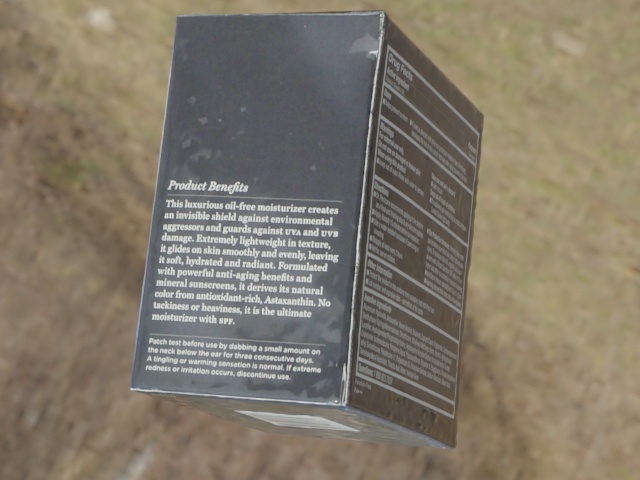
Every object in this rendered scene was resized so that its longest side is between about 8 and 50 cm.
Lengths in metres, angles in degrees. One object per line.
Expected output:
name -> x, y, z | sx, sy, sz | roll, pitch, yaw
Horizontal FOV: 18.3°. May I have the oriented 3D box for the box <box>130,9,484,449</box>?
box -> 0.000, 0.000, 1.572 | 0.183, 0.294, 0.296 | 3, 169, 20
